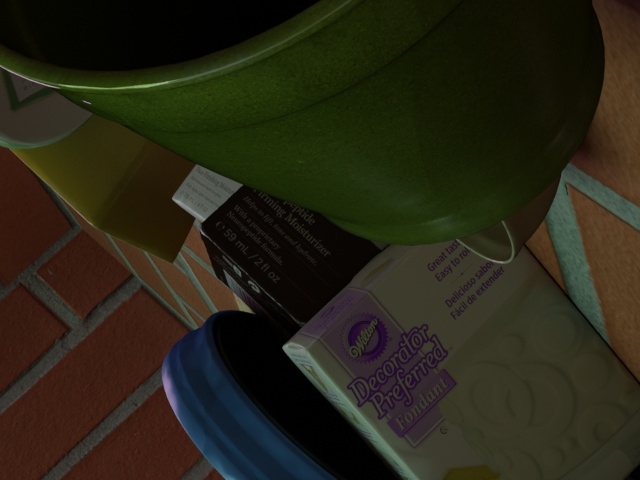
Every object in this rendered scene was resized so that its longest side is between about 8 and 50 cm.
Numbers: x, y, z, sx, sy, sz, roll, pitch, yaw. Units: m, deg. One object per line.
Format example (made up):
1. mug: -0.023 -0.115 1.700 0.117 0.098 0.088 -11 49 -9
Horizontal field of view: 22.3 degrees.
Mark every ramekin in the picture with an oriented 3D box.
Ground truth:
1. ramekin: -0.403 -0.267 2.139 0.148 0.303 0.303 26 157 41

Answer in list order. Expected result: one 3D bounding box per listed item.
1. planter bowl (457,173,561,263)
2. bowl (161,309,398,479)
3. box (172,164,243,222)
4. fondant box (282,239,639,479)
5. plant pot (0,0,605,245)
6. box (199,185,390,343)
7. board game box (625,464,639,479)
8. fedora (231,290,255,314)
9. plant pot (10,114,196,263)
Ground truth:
1. planter bowl: 0.135 -0.076 1.319 0.162 0.109 0.162 45 168 12
2. bowl: 0.005 0.220 1.788 0.391 0.077 0.391 36 -167 -10
3. box: -0.055 -0.027 2.024 0.182 0.119 0.181 39 176 -38
4. fondant box: 0.161 0.149 1.642 0.330 0.238 0.096 49 169 -10
5. plant pot: 0.013 -0.170 0.984 0.366 0.366 0.353 38 177 36
6. box: 0.000 0.000 1.802 0.168 0.203 0.167 42 167 18
7. board game box: 0.269 0.230 1.912 0.194 0.060 0.194 49 160 -10
8. fedora: -0.032 0.058 2.306 0.194 0.194 0.079 47 -156 2
9. plant pot: -0.269 -0.122 2.304 0.212 0.187 0.212 41 -175 30
